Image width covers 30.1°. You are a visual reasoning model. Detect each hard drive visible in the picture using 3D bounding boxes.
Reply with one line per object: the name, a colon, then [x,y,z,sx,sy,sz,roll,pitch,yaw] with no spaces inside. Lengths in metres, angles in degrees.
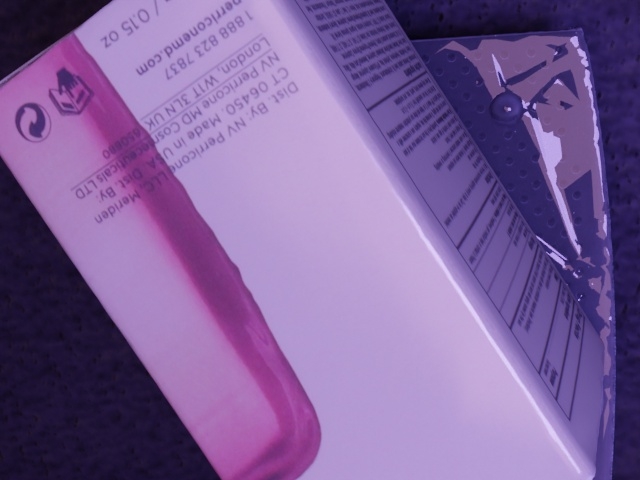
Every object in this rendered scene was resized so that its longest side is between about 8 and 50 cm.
hard drive: [0.056,0.028,0.583,0.172,0.054,0.255,-2,104,15]

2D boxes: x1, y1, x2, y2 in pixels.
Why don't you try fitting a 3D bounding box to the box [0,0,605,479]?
box: [0.000,0.000,0.482,0.127,0.148,0.232,-31,94,20]
